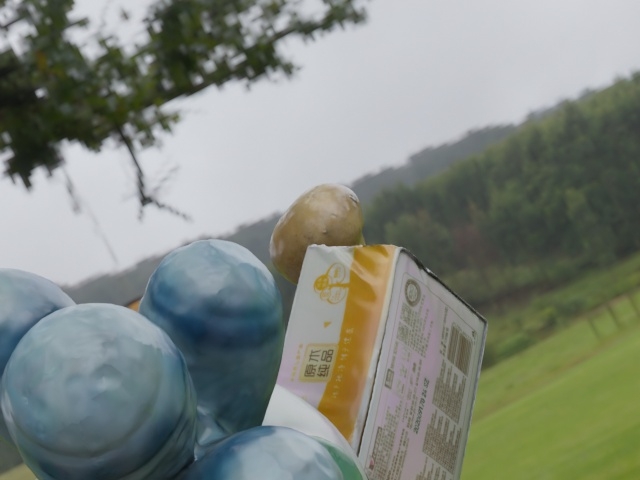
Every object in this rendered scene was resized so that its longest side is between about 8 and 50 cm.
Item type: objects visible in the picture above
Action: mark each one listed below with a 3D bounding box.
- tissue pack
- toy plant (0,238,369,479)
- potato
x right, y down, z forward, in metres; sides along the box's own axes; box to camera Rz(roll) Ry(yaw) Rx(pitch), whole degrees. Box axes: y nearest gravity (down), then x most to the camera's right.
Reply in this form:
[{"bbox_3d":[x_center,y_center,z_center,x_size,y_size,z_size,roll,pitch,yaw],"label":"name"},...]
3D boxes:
[{"bbox_3d":[0.047,0.141,1.319,0.124,0.225,0.185,-4,-28,36],"label":"tissue pack"},{"bbox_3d":[-0.092,0.125,0.781,0.247,0.247,0.332,-27,-30,-7],"label":"toy plant"},{"bbox_3d":[0.000,-0.001,1.636,0.112,0.112,0.147,-26,-17,-29],"label":"potato"}]
